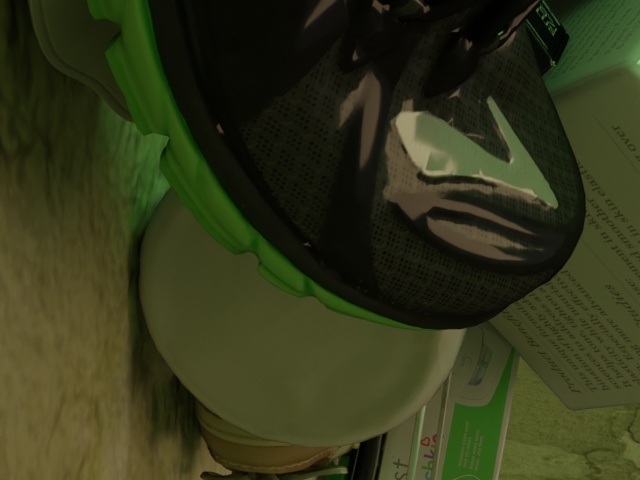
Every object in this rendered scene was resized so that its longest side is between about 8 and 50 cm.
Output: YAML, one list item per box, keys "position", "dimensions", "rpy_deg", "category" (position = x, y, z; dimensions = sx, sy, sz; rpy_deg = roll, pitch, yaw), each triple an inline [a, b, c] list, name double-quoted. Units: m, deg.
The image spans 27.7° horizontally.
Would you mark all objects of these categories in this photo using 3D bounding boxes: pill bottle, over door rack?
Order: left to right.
- position: [0.023, -0.023, 0.758]
  dimensions: [0.301, 0.169, 0.169]
  rpy_deg: [-57, 154, -62]
  category: "pill bottle"
- position: [0.067, 0.167, 1.082]
  dimensions: [0.239, 0.108, 0.324]
  rpy_deg: [13, 74, -79]
  category: "over door rack"

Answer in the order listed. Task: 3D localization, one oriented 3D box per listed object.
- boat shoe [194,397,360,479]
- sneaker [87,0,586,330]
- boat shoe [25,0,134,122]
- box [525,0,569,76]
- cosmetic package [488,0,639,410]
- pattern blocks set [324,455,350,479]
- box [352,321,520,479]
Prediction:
- position: [-0.017, 0.118, 0.834]
  dimensions: [0.285, 0.105, 0.089]
  rpy_deg: [-6, 105, -80]
  category: "boat shoe"
- position: [0.028, -0.140, 0.423]
  dimensions: [0.482, 0.202, 0.185]
  rpy_deg: [67, 34, -42]
  category: "sneaker"
- position: [-0.087, -0.088, 0.506]
  dimensions: [0.046, 0.038, 0.125]
  rpy_deg: [-39, 159, 2]
  category: "boat shoe"
- position: [0.103, -0.193, 0.985]
  dimensions: [0.180, 0.078, 0.147]
  rpy_deg: [53, 21, -5]
  category: "box"
- position: [0.322, -0.081, 1.165]
  dimensions: [0.327, 0.329, 0.394]
  rpy_deg: [-49, -165, -27]
  category: "cosmetic package"
- position: [0.023, 0.095, 1.193]
  dimensions: [0.285, 0.026, 0.324]
  rpy_deg: [-60, 156, -59]
  category: "pattern blocks set"
- position: [0.114, 0.191, 1.366]
  dimensions: [0.231, 0.127, 0.261]
  rpy_deg: [109, -5, -69]
  category: "box"
